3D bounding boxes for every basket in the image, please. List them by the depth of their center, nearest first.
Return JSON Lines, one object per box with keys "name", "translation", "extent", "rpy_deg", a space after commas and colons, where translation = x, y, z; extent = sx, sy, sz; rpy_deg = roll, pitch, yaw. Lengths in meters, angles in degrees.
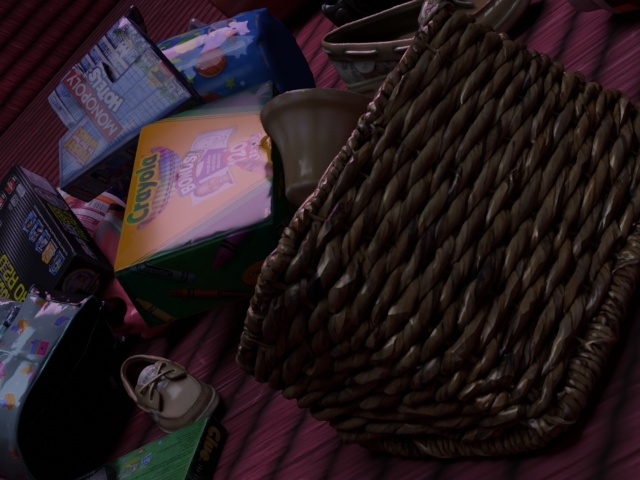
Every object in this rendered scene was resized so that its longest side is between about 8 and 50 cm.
{"name": "basket", "translation": [0.103, 0.017, 0.797], "extent": [0.299, 0.223, 0.213], "rpy_deg": [-58, -7, -32]}

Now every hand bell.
{"name": "hand bell", "translation": [0.000, 0.000, 0.960], "extent": [0.126, 0.126, 0.242], "rpy_deg": [-19, 60, 45]}

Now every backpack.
{"name": "backpack", "translation": [-0.296, 0.157, 1.114], "extent": [0.144, 0.166, 0.188], "rpy_deg": [5, 52, 13]}

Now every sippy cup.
{"name": "sippy cup", "translation": [-0.132, -0.187, 1.417], "extent": [0.224, 0.240, 0.305], "rpy_deg": [-23, 67, 19]}

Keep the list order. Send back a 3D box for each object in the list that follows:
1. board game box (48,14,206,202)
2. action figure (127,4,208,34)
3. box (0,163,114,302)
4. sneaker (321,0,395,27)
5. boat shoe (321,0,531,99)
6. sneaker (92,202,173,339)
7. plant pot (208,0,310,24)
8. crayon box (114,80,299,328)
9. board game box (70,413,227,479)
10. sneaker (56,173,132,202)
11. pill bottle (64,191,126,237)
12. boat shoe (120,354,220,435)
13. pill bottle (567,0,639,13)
{"name": "board game box", "translation": [-0.256, -0.152, 1.296], "extent": [0.194, 0.060, 0.194], "rpy_deg": [-45, 61, 6]}
{"name": "action figure", "translation": [-0.286, -0.300, 1.891], "extent": [0.341, 0.178, 0.330], "rpy_deg": [-49, 9, -26]}
{"name": "box", "translation": [-0.373, 0.054, 1.314], "extent": [0.216, 0.060, 0.270], "rpy_deg": [-55, 40, 7]}
{"name": "sneaker", "translation": [0.082, -0.350, 1.501], "extent": [0.130, 0.087, 0.227], "rpy_deg": [-51, 20, -12]}
{"name": "boat shoe", "translation": [0.115, -0.242, 1.240], "extent": [0.285, 0.089, 0.104], "rpy_deg": [-20, 31, 44]}
{"name": "sneaker", "translation": [-0.234, 0.043, 1.293], "extent": [0.136, 0.116, 0.314], "rpy_deg": [-51, 23, -14]}
{"name": "plant pot", "translation": [-0.077, -0.511, 1.853], "extent": [0.265, 0.272, 0.272], "rpy_deg": [-44, 21, 19]}
{"name": "crayon box", "translation": [-0.110, -0.046, 1.120], "extent": [0.165, 0.081, 0.278], "rpy_deg": [-19, 35, 10]}
{"name": "board game box", "translation": [-0.199, 0.255, 0.970], "extent": [0.259, 0.030, 0.136], "rpy_deg": [-29, 24, 33]}
{"name": "sneaker", "translation": [-0.346, -0.070, 1.737], "extent": [0.296, 0.112, 0.131], "rpy_deg": [-45, 43, -5]}
{"name": "pill bottle", "translation": [-0.341, 0.037, 1.476], "extent": [0.121, 0.121, 0.221], "rpy_deg": [-29, 26, 31]}
{"name": "boat shoe", "translation": [-0.154, 0.146, 1.045], "extent": [0.063, 0.059, 0.170], "rpy_deg": [-51, 23, -19]}
{"name": "pill bottle", "translation": [0.292, -0.254, 0.967], "extent": [0.086, 0.086, 0.152], "rpy_deg": [-53, 23, -23]}
